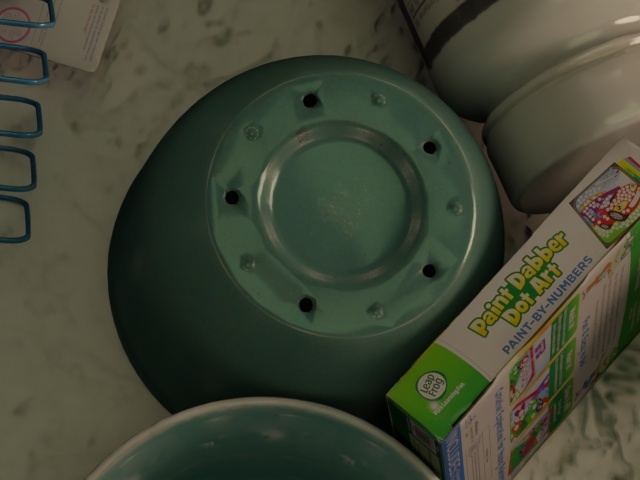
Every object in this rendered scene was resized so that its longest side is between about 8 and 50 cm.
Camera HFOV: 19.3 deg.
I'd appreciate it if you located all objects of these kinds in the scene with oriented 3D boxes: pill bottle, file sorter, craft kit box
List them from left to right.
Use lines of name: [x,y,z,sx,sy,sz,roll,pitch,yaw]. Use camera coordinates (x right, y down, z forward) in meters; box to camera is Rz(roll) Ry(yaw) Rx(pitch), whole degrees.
file sorter: [-0.252,-0.092,1.352,0.104,0.118,0.170,6,107,-11]
pill bottle: [0.150,-0.215,1.404,0.204,0.204,0.361,-19,73,-12]
craft kit box: [0.151,0.079,1.334,0.061,0.250,0.246,41,75,21]

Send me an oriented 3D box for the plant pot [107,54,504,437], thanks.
plant pot: [0.000,0.000,1.339,0.293,0.235,0.293,2,77,-8]

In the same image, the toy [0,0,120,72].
toy: [-0.263,-0.216,1.443,0.237,0.056,0.137,17,79,1]

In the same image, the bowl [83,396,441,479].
bowl: [-0.045,0.269,1.301,0.311,0.163,0.311,1,81,-6]
